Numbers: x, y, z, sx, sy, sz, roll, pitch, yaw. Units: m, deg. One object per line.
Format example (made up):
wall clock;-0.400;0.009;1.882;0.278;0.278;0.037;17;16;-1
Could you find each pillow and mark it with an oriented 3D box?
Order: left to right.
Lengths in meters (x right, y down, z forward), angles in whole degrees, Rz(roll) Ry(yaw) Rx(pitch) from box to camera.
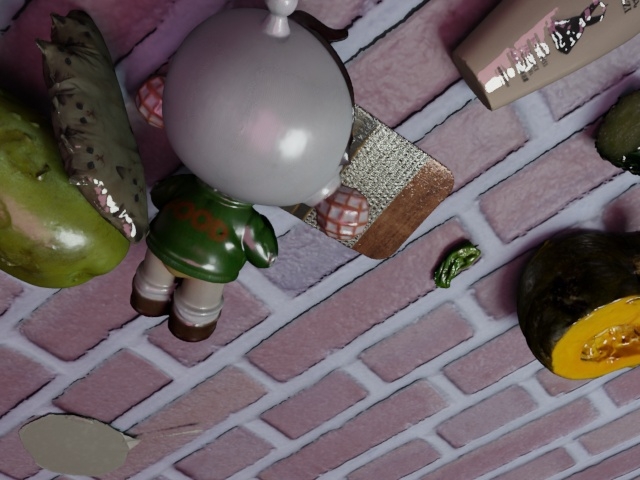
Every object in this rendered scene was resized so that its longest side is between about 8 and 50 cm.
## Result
pillow;-0.211;-0.112;0.461;0.051;0.093;0.240;-18;84;16

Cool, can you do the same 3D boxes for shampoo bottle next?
shampoo bottle;0.265;-0.240;0.512;0.257;0.078;0.127;-36;116;14

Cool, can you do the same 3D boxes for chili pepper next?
chili pepper;0.191;0.036;0.717;0.034;0.030;0.091;8;128;-42

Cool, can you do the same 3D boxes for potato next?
potato;-0.307;-0.052;0.501;0.253;0.186;0.148;37;79;3

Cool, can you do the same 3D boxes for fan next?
fan;-0.352;0.345;0.867;0.311;0.010;0.182;-8;125;2

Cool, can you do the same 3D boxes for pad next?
pad;-0.007;-0.007;0.648;0.250;0.055;0.323;28;98;-23

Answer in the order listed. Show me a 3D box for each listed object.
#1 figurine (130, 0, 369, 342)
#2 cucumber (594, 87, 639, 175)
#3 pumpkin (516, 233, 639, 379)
figurine;-0.090;-0.064;0.507;0.281;0.167;0.369;33;113;8
cucumber;0.515;-0.082;0.637;0.360;0.096;0.096;18;119;-16
pumpkin;0.444;0.079;0.710;0.318;0.139;0.221;-1;126;-5
